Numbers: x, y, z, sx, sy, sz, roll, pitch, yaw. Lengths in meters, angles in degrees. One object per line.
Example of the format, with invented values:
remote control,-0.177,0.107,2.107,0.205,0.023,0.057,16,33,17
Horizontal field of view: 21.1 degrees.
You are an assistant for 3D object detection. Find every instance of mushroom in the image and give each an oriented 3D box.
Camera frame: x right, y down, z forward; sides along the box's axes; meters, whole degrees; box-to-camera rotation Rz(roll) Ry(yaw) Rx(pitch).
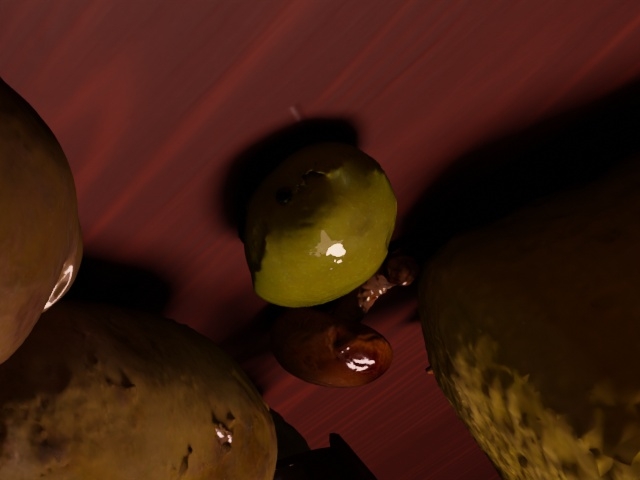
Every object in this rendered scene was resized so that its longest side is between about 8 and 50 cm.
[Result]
mushroom,0.019,0.060,1.174,0.088,0.073,0.129,31,127,-19

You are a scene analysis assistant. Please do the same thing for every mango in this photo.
mango,0.000,0.000,0.961,0.091,0.074,0.165,-25,163,-7

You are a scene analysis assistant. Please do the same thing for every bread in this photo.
bread,0.257,0.085,1.170,0.307,0.348,0.348,-35,164,-8

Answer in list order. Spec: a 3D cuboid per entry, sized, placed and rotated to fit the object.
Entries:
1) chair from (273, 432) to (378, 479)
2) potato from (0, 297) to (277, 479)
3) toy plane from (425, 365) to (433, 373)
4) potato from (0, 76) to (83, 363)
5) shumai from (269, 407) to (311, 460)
chair,0.053,0.230,1.145,0.319,0.186,0.160,-15,-166,-11
potato,-0.145,0.123,0.960,0.210,0.173,0.307,-36,158,25
toy plane,0.244,0.037,1.376,0.316,0.103,0.204,-36,163,15
potato,-0.179,-0.002,0.623,0.154,0.137,0.200,1,-176,42
shumai,-0.104,0.220,1.271,0.261,0.225,0.222,-58,135,-19
